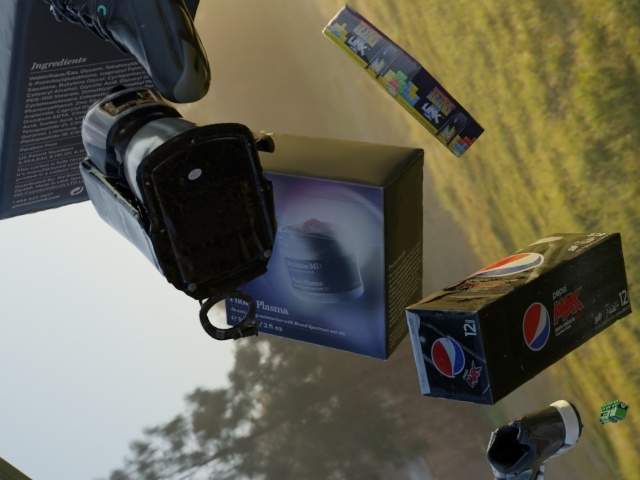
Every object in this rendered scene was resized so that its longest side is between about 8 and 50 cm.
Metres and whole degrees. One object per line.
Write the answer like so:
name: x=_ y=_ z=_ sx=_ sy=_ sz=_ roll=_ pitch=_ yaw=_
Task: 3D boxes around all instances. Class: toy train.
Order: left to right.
toy train: x=0.342 y=0.202 z=1.082 sx=0.017 sy=0.023 sz=0.083 roll=20 pitch=166 yaw=8

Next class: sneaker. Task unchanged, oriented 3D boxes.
sneaker: x=-0.173 y=-0.200 z=0.756 sx=0.267 sy=0.106 sz=0.101 roll=60 pitch=175 yaw=29
sneaker: x=0.269 y=0.302 z=1.289 sx=0.234 sy=0.106 sz=0.078 roll=109 pitch=150 yaw=-46

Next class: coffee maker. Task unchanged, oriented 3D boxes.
coffee maker: x=-0.123 y=-0.028 z=0.755 sx=0.178 sy=0.120 sz=0.171 roll=32 pitch=117 yaw=56

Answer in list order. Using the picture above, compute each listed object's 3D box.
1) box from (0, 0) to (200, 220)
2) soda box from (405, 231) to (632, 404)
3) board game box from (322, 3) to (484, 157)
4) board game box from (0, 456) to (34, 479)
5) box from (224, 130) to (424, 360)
box: x=-0.328 y=-0.269 z=1.115 sx=0.293 sy=0.212 sz=0.395 roll=59 pitch=146 yaw=22
soda box: x=0.129 y=0.043 z=0.577 sx=0.053 sy=0.169 sz=0.060 roll=-1 pitch=104 yaw=45
board game box: x=0.094 y=-0.183 z=1.057 sx=0.141 sy=0.048 sz=0.170 roll=35 pitch=-168 yaw=-46
board game box: x=-0.273 y=0.235 z=0.513 sx=0.224 sy=0.097 sz=0.303 roll=41 pitch=-156 yaw=-14
box: x=0.000 y=0.000 z=1.478 sx=0.183 sy=0.296 sz=0.294 roll=-41 pitch=-46 yaw=-54
